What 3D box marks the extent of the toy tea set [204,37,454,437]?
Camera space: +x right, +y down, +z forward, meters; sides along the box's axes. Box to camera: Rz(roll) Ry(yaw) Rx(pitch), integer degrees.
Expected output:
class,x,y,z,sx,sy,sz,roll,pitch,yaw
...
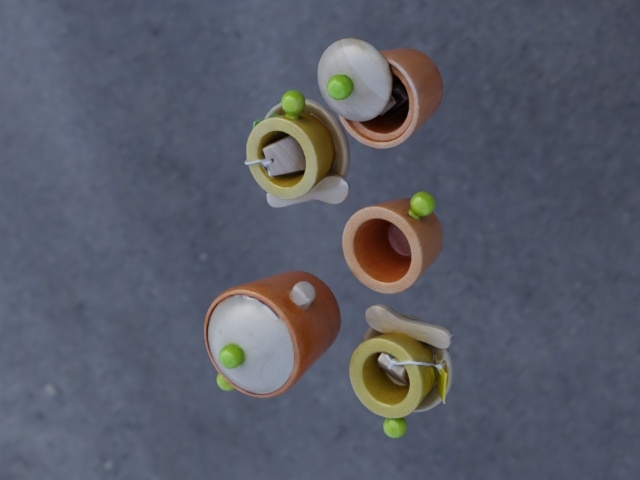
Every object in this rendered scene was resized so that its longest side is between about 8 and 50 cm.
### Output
class,x,y,z,sx,sy,sz,roll,pitch,yaw
toy tea set,0.000,0.000,1.519,0.200,0.124,0.336,12,114,30
